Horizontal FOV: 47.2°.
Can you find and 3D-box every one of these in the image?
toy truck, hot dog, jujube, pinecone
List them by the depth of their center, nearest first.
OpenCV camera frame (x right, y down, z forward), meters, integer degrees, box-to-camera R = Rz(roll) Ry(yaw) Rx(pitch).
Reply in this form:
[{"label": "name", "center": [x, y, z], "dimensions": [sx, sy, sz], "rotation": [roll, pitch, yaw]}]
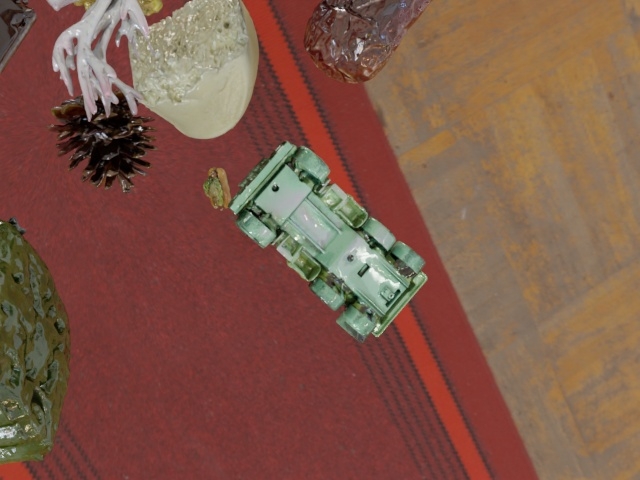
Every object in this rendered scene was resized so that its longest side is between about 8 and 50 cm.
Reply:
[{"label": "toy truck", "center": [-0.001, -0.001, 0.896], "dimensions": [0.128, 0.135, 0.259], "rotation": [-49, 121, -4]}, {"label": "jujube", "center": [0.120, -0.507, 1.637], "dimensions": [0.216, 0.216, 0.342], "rotation": [40, 95, -21]}, {"label": "hot dog", "center": [-0.241, -0.117, 1.704], "dimensions": [0.056, 0.041, 0.133], "rotation": [7, 138, 9]}, {"label": "pinecone", "center": [-0.501, -0.239, 1.744], "dimensions": [0.264, 0.264, 0.264], "rotation": [-3, 99, -19]}]

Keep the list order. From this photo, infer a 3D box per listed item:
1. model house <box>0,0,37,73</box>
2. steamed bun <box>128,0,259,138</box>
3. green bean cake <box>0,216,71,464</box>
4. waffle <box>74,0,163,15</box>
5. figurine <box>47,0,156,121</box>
[{"label": "model house", "center": [-0.288, -0.193, 0.533], "dimensions": [0.164, 0.203, 0.141], "rotation": [-3, 145, 13]}, {"label": "steamed bun", "center": [-0.236, -0.392, 1.593], "dimensions": [0.273, 0.272, 0.290], "rotation": [40, 40, -42]}, {"label": "green bean cake", "center": [-0.423, 0.131, 0.930], "dimensions": [0.156, 0.247, 0.249], "rotation": [-12, 132, 2]}, {"label": "waffle", "center": [-0.399, -0.474, 1.385], "dimensions": [0.194, 0.149, 0.051], "rotation": [11, 80, 11]}, {"label": "figurine", "center": [-0.363, -0.308, 0.960], "dimensions": [0.316, 0.206, 0.284], "rotation": [5, 94, 3]}]
